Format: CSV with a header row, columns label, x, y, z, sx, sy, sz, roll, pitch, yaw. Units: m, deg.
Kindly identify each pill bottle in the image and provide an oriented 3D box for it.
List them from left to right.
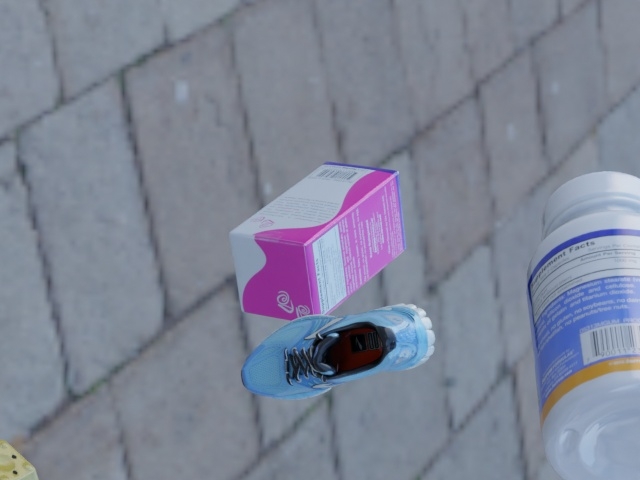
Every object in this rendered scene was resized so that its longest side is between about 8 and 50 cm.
label,x,y,z,sx,sy,sz,roll,pitch,yaw
pill bottle,0.255,0.072,1.536,0.272,0.152,0.152,-89,160,-46

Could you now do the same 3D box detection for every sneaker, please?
label,x,y,z,sx,sy,sz,roll,pitch,yaw
sneaker,0.003,0.084,1.370,0.073,0.162,0.063,-4,77,-61

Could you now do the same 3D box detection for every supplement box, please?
label,x,y,z,sx,sy,sz,roll,pitch,yaw
supplement box,0.000,0.000,2.169,0.220,0.111,0.113,-36,127,-48

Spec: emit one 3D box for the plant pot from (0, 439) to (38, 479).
label,x,y,z,sx,sy,sz,roll,pitch,yaw
plant pot,-0.321,0.242,1.731,0.081,0.081,0.083,-28,153,-55
